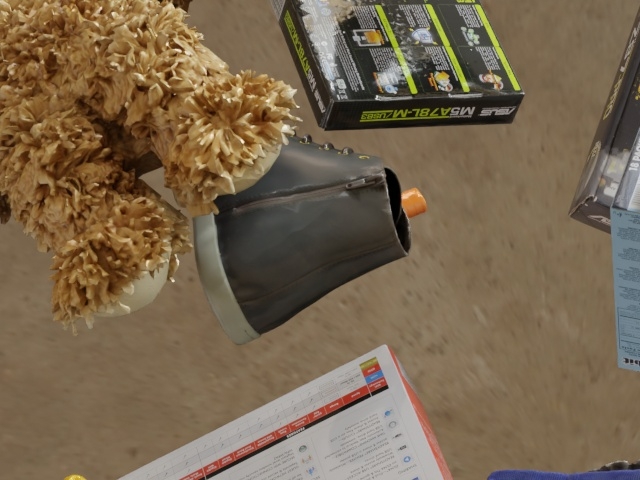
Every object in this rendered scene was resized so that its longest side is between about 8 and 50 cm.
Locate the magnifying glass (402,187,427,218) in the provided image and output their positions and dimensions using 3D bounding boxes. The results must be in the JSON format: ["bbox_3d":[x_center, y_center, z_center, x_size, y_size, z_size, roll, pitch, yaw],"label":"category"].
[{"bbox_3d":[0.000,0.000,1.795,0.231,0.026,0.092,-23,54,-16],"label":"magnifying glass"}]

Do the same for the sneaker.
[{"bbox_3d":[-0.015,-0.036,1.058,0.118,0.083,0.222,-21,42,7],"label":"sneaker"}]

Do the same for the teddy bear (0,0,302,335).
[{"bbox_3d":[-0.141,-0.094,1.008,0.245,0.113,0.338,-38,48,23],"label":"teddy bear"}]

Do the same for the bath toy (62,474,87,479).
[{"bbox_3d":[-0.200,0.119,0.549,0.348,0.129,0.151,2,117,-5],"label":"bath toy"}]

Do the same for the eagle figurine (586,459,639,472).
[{"bbox_3d":[0.278,0.362,1.857,0.226,0.298,0.225,37,59,-20],"label":"eagle figurine"}]

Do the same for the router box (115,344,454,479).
[{"bbox_3d":[-0.026,0.299,1.773,0.335,0.082,0.301,-27,44,5],"label":"router box"}]

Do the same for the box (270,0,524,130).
[{"bbox_3d":[0.063,-0.179,1.586,0.184,0.045,0.190,-3,50,-23],"label":"box"}]

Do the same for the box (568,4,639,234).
[{"bbox_3d":[0.496,-0.102,1.894,0.395,0.097,0.318,22,77,-2],"label":"box"}]

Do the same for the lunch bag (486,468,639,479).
[{"bbox_3d":[0.214,0.428,1.438,0.328,0.239,0.385,-41,112,-36],"label":"lunch bag"}]

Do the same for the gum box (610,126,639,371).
[{"bbox_3d":[0.253,-0.017,1.309,0.041,0.184,0.157,11,53,19],"label":"gum box"}]
